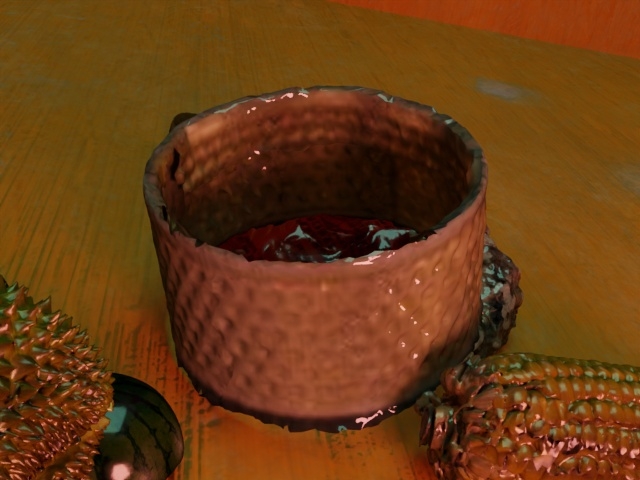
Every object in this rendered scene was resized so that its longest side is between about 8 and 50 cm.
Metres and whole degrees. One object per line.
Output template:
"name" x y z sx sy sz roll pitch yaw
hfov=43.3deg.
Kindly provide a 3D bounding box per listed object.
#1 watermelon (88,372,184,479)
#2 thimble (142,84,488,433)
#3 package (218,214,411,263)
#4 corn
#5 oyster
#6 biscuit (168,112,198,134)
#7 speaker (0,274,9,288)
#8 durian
"watermelon" -0.139 0.118 0.515 0.105 0.062 0.105 4 21 -2
"thimble" 0.000 0.000 0.639 0.270 0.150 0.271 -3 37 2
"package" 0.030 0.008 0.807 0.269 0.071 0.194 -4 30 -30
"corn" 0.222 0.141 0.576 0.317 0.115 0.115 8 26 -13
"oyster" 0.137 0.044 0.752 0.125 0.064 0.177 4 54 -22
"biscuit" -0.038 -0.115 1.058 0.319 0.047 0.183 -4 32 -31
"speaker" -0.258 0.069 0.585 0.075 0.060 0.094 -13 71 -42
"durian" -0.197 0.108 0.403 0.146 0.198 0.159 25 -15 27
